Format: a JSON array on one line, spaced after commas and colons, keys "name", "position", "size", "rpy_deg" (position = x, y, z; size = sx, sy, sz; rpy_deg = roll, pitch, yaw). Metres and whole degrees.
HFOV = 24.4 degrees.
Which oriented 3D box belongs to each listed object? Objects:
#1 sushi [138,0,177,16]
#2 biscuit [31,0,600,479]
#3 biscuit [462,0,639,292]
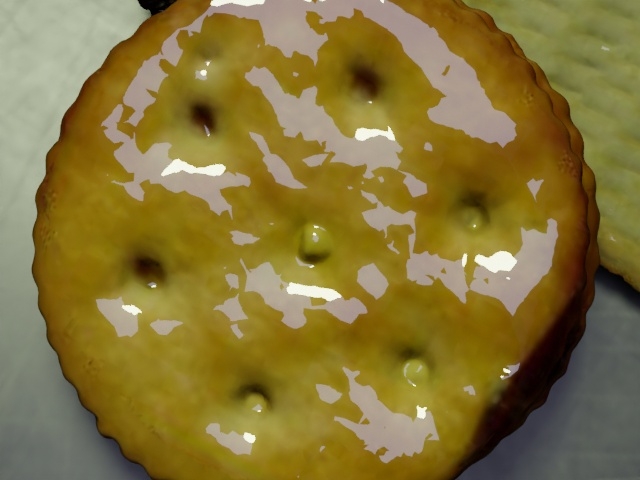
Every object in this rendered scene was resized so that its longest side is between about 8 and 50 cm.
[{"name": "sushi", "position": [-0.035, -0.136, 0.606], "size": [0.084, 0.094, 0.098], "rpy_deg": [-4, 76, -7]}, {"name": "biscuit", "position": [0.000, 0.000, 0.574], "size": [0.221, 0.066, 0.220], "rpy_deg": [0, 95, 4]}, {"name": "biscuit", "position": [0.158, -0.059, 0.591], "size": [0.254, 0.029, 0.172], "rpy_deg": [36, 116, 0]}]
